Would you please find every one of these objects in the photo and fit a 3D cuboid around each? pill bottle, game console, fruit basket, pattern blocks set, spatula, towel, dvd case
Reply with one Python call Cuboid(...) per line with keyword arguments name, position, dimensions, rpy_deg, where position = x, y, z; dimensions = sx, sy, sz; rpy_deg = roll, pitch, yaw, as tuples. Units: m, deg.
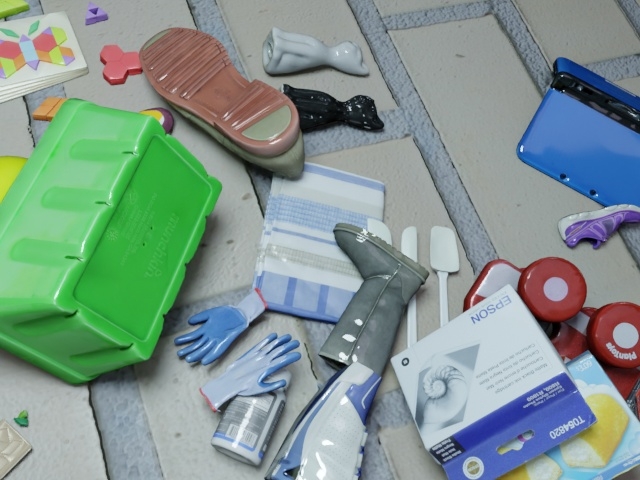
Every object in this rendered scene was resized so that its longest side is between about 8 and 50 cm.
Cuboid(name="pill bottle", position=(-0.096, 0.246, 0.936), dimensions=(0.078, 0.078, 0.137), rpy_deg=(25, 63, 0))
Cuboid(name="game console", position=(0.570, -0.215, 1.323), dimensions=(0.293, 0.173, 0.250), rpy_deg=(30, 32, 2))
Cuboid(name="fruit basket", position=(-0.378, -0.009, 0.935), dimensions=(0.391, 0.283, 0.392), rpy_deg=(-19, 48, 23))
Cuboid(name="pattern blocks set", position=(-0.512, -0.329, 1.139), dimensions=(0.324, 0.026, 0.285), rpy_deg=(-36, 77, -24))
Cuboid(name="spatula", position=(0.158, 0.083, 1.084), dimensions=(0.168, 0.019, 0.242), rpy_deg=(8, 67, -18))
Cuboid(name="towel", position=(0.000, 0.000, 1.097), dimensions=(0.209, 0.034, 0.285), rpy_deg=(12, 66, -9))
Cuboid(name="dvd case", position=(0.539, 0.255, 1.076), dimensions=(0.013, 0.087, 0.119), rpy_deg=(17, 54, 45))

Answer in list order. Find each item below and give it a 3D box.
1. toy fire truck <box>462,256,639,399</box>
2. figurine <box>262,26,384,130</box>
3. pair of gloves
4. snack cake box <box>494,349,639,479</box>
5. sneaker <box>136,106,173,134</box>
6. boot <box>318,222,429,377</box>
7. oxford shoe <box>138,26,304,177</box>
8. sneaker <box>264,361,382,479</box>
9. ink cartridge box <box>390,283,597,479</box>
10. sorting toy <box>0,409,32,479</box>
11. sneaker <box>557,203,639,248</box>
Cuboid(name="toy fire truck", position=(0.359, 0.181, 1.033), dimensions=(0.302, 0.169, 0.254), rpy_deg=(33, 82, 5))
Cuboid(name="figurine", position=(0.007, -0.300, 1.214), dimensions=(0.209, 0.092, 0.215), rpy_deg=(0, 65, -21))
Cuboid(name="pair of gloves", position=(-0.123, 0.158, 0.949), dimensions=(0.159, 0.023, 0.198), rpy_deg=(-33, 48, -10))
Cuboid(name="snack cake box", position=(0.314, 0.291, 0.926), dimensions=(0.264, 0.089, 0.152), rpy_deg=(-35, 75, 13))
Cuboid(name="sneaker", position=(-0.325, -0.179, 1.078), dimensions=(0.185, 0.084, 0.069), rpy_deg=(-38, 78, -24))
Cuboid(name="boot", position=(0.056, 0.097, 1.021), dimensions=(0.189, 0.076, 0.209), rpy_deg=(31, 77, 10))
Cuboid(name="oxford shoe", position=(-0.177, -0.234, 1.119), dimensions=(0.140, 0.146, 0.397), rpy_deg=(-40, 60, -10))
Cuboid(name="sneaker", position=(0.019, 0.344, 0.902), dimensions=(0.182, 0.127, 0.316), rpy_deg=(34, 70, 0))
Cuboid(name="ink cartridge box", position=(0.230, 0.206, 0.910), dimensions=(0.223, 0.045, 0.224), rpy_deg=(-36, 45, 14))
Cuboid(name="sorting toy", position=(-0.426, 0.276, 0.886), dimensions=(0.062, 0.012, 0.083), rpy_deg=(38, 67, 12))
Cuboid(name="sneaker", position=(0.528, -0.024, 1.217), dimensions=(0.169, 0.068, 0.071), rpy_deg=(-13, 84, -8))
